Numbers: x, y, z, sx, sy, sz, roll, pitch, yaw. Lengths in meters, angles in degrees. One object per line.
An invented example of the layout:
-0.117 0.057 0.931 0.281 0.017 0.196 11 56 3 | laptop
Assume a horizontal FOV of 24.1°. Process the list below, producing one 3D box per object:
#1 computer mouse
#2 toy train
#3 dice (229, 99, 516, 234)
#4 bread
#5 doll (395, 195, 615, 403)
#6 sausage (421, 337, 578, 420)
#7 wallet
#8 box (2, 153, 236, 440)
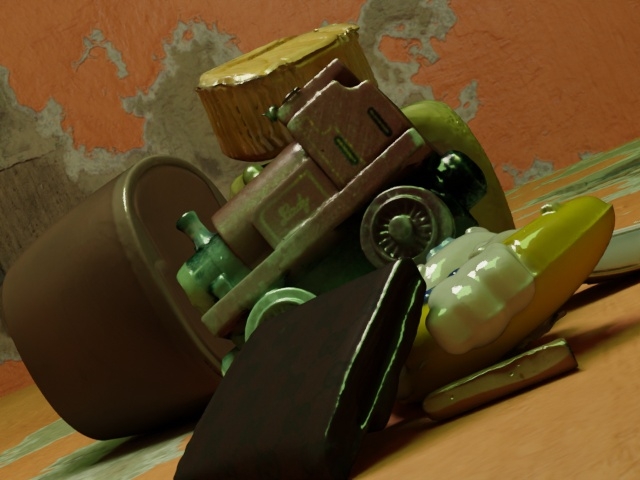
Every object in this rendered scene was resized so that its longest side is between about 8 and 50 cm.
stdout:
0.275 0.011 1.381 0.199 0.044 0.102 -16 -1 -5 | computer mouse
0.000 0.000 1.378 0.304 0.221 0.150 -43 -19 6 | toy train
0.054 -0.003 1.585 0.238 0.233 0.227 -24 4 -17 | dice
-0.029 -0.148 1.535 0.132 0.114 0.190 -4 26 46 | bread
0.127 0.047 1.210 0.252 0.111 0.237 -39 -5 -35 | doll
0.127 0.102 1.077 0.116 0.026 0.026 -23 2 7 | sausage
-0.018 0.113 1.142 0.229 0.049 0.182 -22 37 53 | wallet
-0.205 0.073 1.700 0.216 0.301 0.301 -27 1 20 | box
